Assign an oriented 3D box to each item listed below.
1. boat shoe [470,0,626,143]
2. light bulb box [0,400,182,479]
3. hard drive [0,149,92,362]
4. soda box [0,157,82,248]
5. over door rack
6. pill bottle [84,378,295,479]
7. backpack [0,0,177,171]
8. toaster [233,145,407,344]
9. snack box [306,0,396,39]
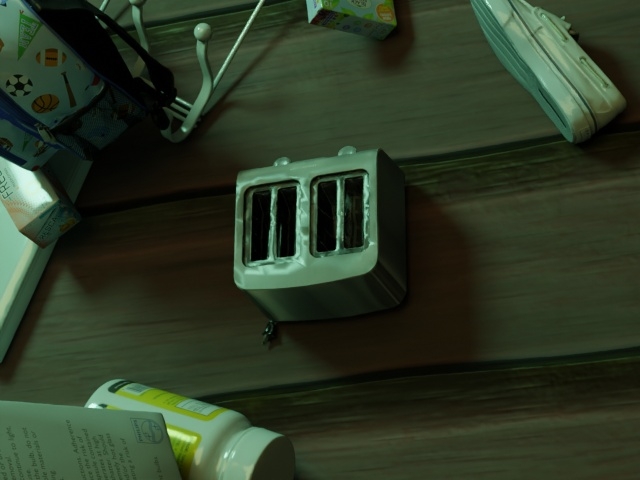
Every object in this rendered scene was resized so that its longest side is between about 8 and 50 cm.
[{"bbox_3d":[0.244,-0.205,1.493,0.076,0.083,0.226,-29,71,-6],"label":"boat shoe"},{"bbox_3d":[-0.355,0.323,1.258,0.358,0.361,0.225,-42,55,31],"label":"light bulb box"},{"bbox_3d":[-0.408,-0.022,1.682,0.203,0.040,0.307,14,73,26],"label":"hard drive"},{"bbox_3d":[-0.353,-0.079,1.629,0.063,0.058,0.183,-38,60,2],"label":"soda box"},{"bbox_3d":[-0.177,-0.307,1.678,0.239,0.108,0.324,31,81,29],"label":"over door rack"},{"bbox_3d":[-0.140,0.222,1.422,0.208,0.119,0.119,13,73,26],"label":"pill bottle"},{"bbox_3d":[-0.333,-0.220,1.515,0.213,0.263,0.276,-40,67,-2],"label":"backpack"},{"bbox_3d":[0.000,0.000,1.470,0.168,0.110,0.185,-8,65,19],"label":"toaster"},{"bbox_3d":[0.030,-0.307,1.603,0.037,0.100,0.141,-44,46,51],"label":"snack box"}]
